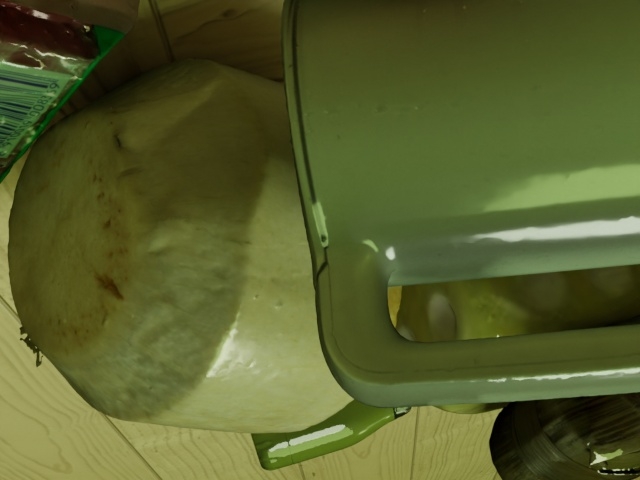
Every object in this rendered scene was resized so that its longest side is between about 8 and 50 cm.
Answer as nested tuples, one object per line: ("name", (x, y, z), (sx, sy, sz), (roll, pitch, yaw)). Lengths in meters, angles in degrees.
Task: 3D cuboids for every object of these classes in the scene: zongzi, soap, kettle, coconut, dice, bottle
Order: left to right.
("soap", (-0.281, -0.093, 0.672), (0.218, 0.098, 0.273), (10, 142, -43))
("coconut", (-0.078, 0.008, 0.794), (0.323, 0.323, 0.323), (-15, 153, -8))
("bottle", (0.017, 0.281, 1.553), (0.260, 0.112, 0.112), (-16, 153, -6))
("dice", (0.199, 0.042, 1.079), (0.227, 0.238, 0.233), (-9, 150, -22))
("kettle", (0.151, -0.052, 0.577), (0.318, 0.265, 0.205), (-6, 179, 9))
("zongzi", (0.333, 0.151, 0.985), (0.300, 0.138, 0.286), (-24, 159, -17))
